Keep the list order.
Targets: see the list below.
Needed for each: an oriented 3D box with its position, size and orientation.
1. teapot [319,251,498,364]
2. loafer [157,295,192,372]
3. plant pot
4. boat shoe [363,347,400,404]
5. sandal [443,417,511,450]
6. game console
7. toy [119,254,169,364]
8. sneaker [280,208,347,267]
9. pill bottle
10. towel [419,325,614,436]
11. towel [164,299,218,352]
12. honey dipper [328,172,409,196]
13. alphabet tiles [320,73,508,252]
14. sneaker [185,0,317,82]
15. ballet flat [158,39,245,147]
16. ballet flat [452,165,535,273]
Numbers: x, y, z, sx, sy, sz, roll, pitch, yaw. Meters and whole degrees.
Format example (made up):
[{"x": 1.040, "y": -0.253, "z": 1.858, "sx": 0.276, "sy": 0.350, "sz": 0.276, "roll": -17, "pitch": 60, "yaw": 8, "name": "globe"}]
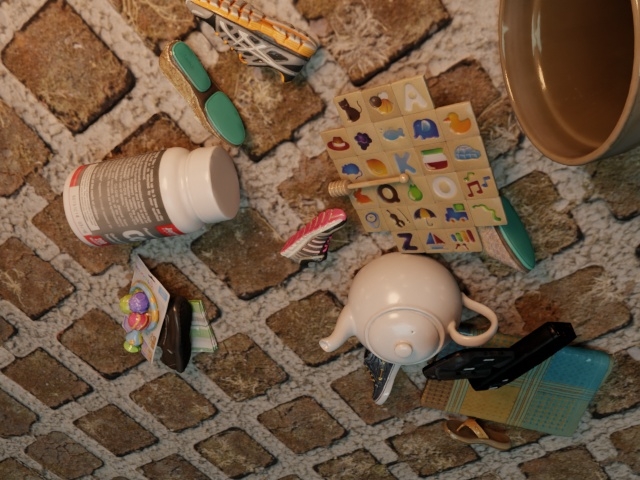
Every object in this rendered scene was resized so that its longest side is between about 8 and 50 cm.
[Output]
[{"x": 0.173, "y": 0.159, "z": 1.066, "sx": 0.253, "sy": 0.187, "sz": 0.256, "roll": 34, "pitch": 120, "yaw": -14, "name": "teapot"}, {"x": -0.343, "y": 0.217, "z": 1.212, "sx": 0.079, "sy": 0.080, "sz": 0.219, "roll": 11, "pitch": 122, "yaw": 2, "name": "loafer"}, {"x": 0.437, "y": -0.283, "z": 0.701, "sx": 0.281, "sy": 0.323, "sz": 0.322, "roll": -13, "pitch": 122, "yaw": -4, "name": "plant pot"}, {"x": 0.133, "y": 0.301, "z": 1.240, "sx": 0.083, "sy": 0.065, "sz": 0.183, "roll": 16, "pitch": 117, "yaw": -1, "name": "boat shoe"}, {"x": 0.390, "y": 0.470, "z": 1.311, "sx": 0.180, "sy": 0.072, "sz": 0.048, "roll": 14, "pitch": 108, "yaw": -3, "name": "sandal"}, {"x": 0.339, "y": 0.223, "z": 1.014, "sx": 0.362, "sy": 0.043, "sz": 0.213, "roll": 10, "pitch": 133, "yaw": -44, "name": "game console"}, {"x": -0.412, "y": 0.166, "z": 1.188, "sx": 0.137, "sy": 0.056, "sz": 0.237, "roll": 43, "pitch": 131, "yaw": 25, "name": "toy"}, {"x": 0.000, "y": 0.000, "z": 1.061, "sx": 0.075, "sy": 0.063, "sz": 0.170, "roll": 43, "pitch": 123, "yaw": -18, "name": "sneaker"}, {"x": -0.307, "y": -0.084, "z": 0.987, "sx": 0.284, "sy": 0.161, "sz": 0.161, "roll": -8, "pitch": 121, "yaw": 13, "name": "pill bottle"}, {"x": 0.441, "y": 0.324, "z": 1.227, "sx": 0.371, "sy": 0.040, "sz": 0.271, "roll": 11, "pitch": 122, "yaw": 3, "name": "towel"}, {"x": -0.316, "y": 0.206, "z": 1.259, "sx": 0.113, "sy": 0.023, "sz": 0.151, "roll": -5, "pitch": 122, "yaw": 10, "name": "towel"}, {"x": 0.088, "y": -0.102, "z": 0.963, "sx": 0.161, "sy": 0.030, "sz": 0.030, "roll": -5, "pitch": 124, "yaw": 35, "name": "honey dipper"}, {"x": 0.158, "y": -0.113, "z": 0.929, "sx": 0.285, "sy": 0.011, "sz": 0.342, "roll": -3, "pitch": 126, "yaw": 39, "name": "alphabet tiles"}, {"x": -0.117, "y": -0.327, "z": 0.854, "sx": 0.215, "sy": 0.084, "sz": 0.083, "roll": 25, "pitch": 127, "yaw": -9, "name": "sneaker"}, {"x": -0.209, "y": -0.251, "z": 0.934, "sx": 0.067, "sy": 0.073, "sz": 0.206, "roll": -6, "pitch": 123, "yaw": 44, "name": "ballet flat"}, {"x": 0.285, "y": -0.060, "z": 0.974, "sx": 0.106, "sy": 0.107, "sz": 0.316, "roll": -17, "pitch": 115, "yaw": 40, "name": "ballet flat"}]
